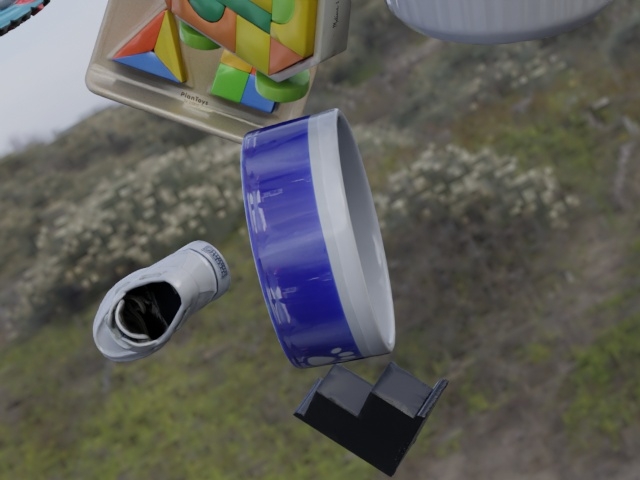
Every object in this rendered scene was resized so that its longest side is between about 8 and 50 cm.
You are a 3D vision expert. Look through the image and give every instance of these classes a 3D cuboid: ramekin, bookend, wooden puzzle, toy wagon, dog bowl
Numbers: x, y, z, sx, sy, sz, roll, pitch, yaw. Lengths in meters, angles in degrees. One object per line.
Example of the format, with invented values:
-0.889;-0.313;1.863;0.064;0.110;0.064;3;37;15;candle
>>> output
0.171;-0.286;1.557;0.273;0.127;0.273;-6;31;4;ramekin
0.063;0.205;2.130;0.072;0.157;0.156;-52;-11;-38;bookend
-0.147;-0.331;2.361;0.080;0.322;0.348;-58;-14;-83;wooden puzzle
-0.103;-0.302;1.640;0.068;0.344;0.267;-31;-38;-35;toy wagon
0.000;0.000;1.740;0.104;0.265;0.265;-13;8;8;dog bowl

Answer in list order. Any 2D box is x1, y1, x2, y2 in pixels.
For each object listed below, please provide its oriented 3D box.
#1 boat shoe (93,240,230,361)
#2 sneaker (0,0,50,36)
-0.204;0.087;1.904;0.088;0.096;0.267;-35;5;-42;boat shoe
-0.393;-0.273;1.807;0.104;0.125;0.262;-19;17;31;sneaker
